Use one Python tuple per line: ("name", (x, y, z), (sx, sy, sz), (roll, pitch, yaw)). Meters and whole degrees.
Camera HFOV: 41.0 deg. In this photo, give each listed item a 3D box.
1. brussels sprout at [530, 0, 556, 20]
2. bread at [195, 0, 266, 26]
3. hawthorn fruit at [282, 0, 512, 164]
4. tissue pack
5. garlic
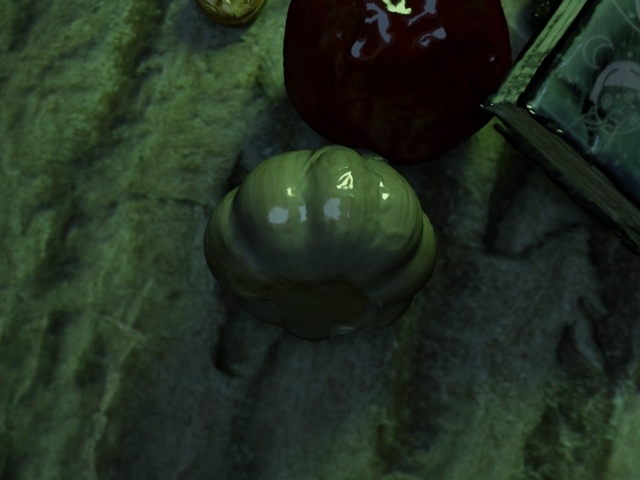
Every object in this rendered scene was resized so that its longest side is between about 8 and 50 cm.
("brussels sprout", (0.300, -0.278, 0.892), (0.139, 0.100, 0.181), (42, 75, 7))
("bread", (-0.094, -0.297, 0.970), (0.083, 0.044, 0.110), (27, 87, 7))
("hawthorn fruit", (0.069, -0.209, 0.829), (0.230, 0.266, 0.210), (-7, 57, 5))
("tissue pack", (0.355, -0.189, 0.813), (0.259, 0.122, 0.361), (36, 86, -20))
("garlic", (0.002, -0.003, 0.833), (0.228, 0.227, 0.152), (-13, 51, 5))
